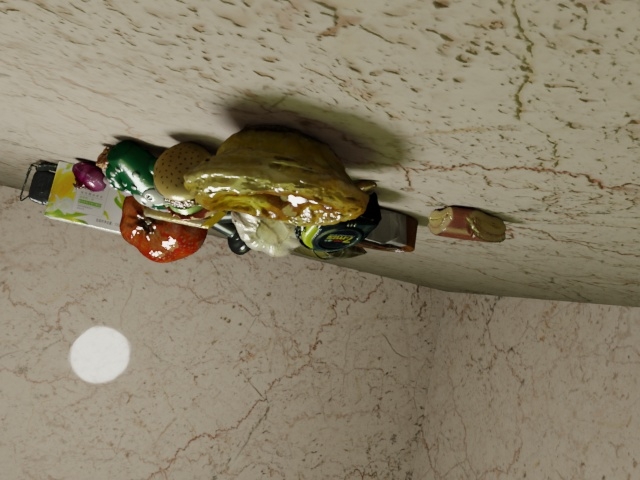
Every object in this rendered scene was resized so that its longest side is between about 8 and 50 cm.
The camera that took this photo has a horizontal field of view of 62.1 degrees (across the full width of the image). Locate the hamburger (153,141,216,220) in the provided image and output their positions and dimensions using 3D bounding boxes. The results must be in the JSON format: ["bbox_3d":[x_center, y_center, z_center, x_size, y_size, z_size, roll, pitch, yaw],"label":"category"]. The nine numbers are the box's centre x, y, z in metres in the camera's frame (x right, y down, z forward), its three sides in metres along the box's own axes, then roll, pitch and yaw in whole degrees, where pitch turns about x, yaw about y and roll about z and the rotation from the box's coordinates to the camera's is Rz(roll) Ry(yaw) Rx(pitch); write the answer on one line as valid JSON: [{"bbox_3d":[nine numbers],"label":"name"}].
[{"bbox_3d":[-0.291,-0.136,1.177,0.175,0.175,0.137,10,161,16],"label":"hamburger"}]

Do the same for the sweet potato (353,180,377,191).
[{"bbox_3d":[0.083,-0.123,1.202,0.026,0.026,0.115,17,174,-37],"label":"sweet potato"}]

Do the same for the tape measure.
[{"bbox_3d":[0.029,-0.049,1.290,0.199,0.112,0.186,4,150,-26],"label":"tape measure"}]

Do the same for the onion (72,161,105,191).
[{"bbox_3d":[-0.735,-0.198,1.683,0.115,0.104,0.115,44,166,15],"label":"onion"}]

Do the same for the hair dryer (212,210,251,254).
[{"bbox_3d":[-0.339,-0.045,2.077,0.284,0.156,0.320,20,171,35],"label":"hair dryer"}]

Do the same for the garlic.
[{"bbox_3d":[-0.128,-0.081,1.436,0.218,0.219,0.212,13,-149,-8],"label":"garlic"}]

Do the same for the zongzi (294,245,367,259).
[{"bbox_3d":[0.000,0.000,1.905,0.286,0.139,0.300,10,175,34],"label":"zongzi"}]

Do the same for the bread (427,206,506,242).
[{"bbox_3d":[0.339,-0.037,1.272,0.192,0.067,0.119,9,172,25],"label":"bread"}]

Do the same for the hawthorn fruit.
[{"bbox_3d":[-0.499,-0.066,1.796,0.287,0.287,0.330,10,-173,14],"label":"hawthorn fruit"}]

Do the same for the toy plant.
[{"bbox_3d":[-0.428,-0.150,1.350,0.243,0.113,0.232,28,147,-25],"label":"toy plant"}]

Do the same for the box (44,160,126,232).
[{"bbox_3d":[-0.784,-0.142,1.832,0.260,0.195,0.111,13,173,-15],"label":"box"}]

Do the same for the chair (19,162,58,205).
[{"bbox_3d":[-0.989,-0.199,1.939,0.140,0.145,0.221,16,171,-36],"label":"chair"}]

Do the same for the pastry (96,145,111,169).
[{"bbox_3d":[-0.516,-0.205,1.433,0.087,0.063,0.169,5,174,35],"label":"pastry"}]

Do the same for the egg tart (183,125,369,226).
[{"bbox_3d":[-0.078,-0.119,0.999,0.351,0.150,0.352,6,173,1],"label":"egg tart"}]

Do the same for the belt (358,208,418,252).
[{"bbox_3d":[0.147,-0.032,1.495,0.261,0.105,0.184,15,171,-17],"label":"belt"}]

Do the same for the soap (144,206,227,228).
[{"bbox_3d":[-0.394,-0.117,1.586,0.232,0.140,0.073,11,176,8],"label":"soap"}]
